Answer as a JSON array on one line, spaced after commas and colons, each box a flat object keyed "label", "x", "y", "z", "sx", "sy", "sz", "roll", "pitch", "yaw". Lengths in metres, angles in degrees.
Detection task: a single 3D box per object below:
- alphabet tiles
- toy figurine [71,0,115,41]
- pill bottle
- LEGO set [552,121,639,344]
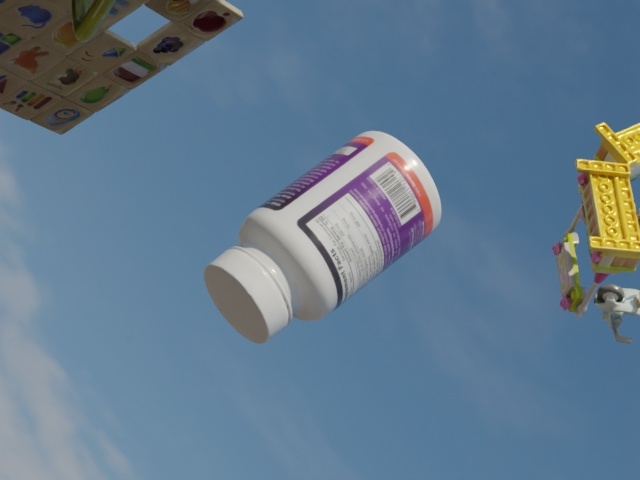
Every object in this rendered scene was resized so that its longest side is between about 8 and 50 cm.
[{"label": "alphabet tiles", "x": -0.203, "y": -0.164, "z": 1.070, "sx": 0.237, "sy": 0.198, "sz": 0.009, "roll": 26, "pitch": 42, "yaw": -54}, {"label": "toy figurine", "x": 0.012, "y": -0.261, "z": 0.602, "sx": 0.191, "sy": 0.217, "sz": 0.363, "roll": 63, "pitch": -36, "yaw": 27}, {"label": "pill bottle", "x": 0.000, "y": 0.000, "z": 1.201, "sx": 0.108, "sy": 0.193, "sz": 0.108, "roll": 40, "pitch": -28, "yaw": 27}, {"label": "LEGO set", "x": 0.270, "y": -0.026, "z": 1.224, "sx": 0.132, "sy": 0.287, "sz": 0.107, "roll": 23, "pitch": -39, "yaw": 6}]
